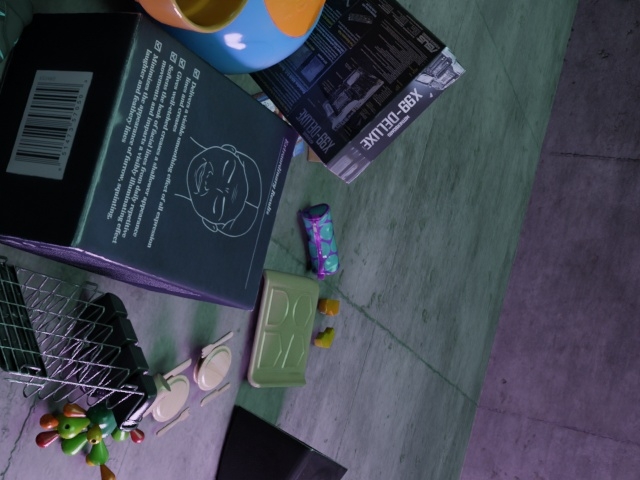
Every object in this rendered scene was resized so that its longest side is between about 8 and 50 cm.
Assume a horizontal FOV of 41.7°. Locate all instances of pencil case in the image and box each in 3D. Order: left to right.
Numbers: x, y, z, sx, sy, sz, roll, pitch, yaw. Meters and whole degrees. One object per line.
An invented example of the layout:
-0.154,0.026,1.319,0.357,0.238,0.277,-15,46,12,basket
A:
0.000,0.000,1.759,0.070,0.064,0.152,-66,151,-55,pencil case

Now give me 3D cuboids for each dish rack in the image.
-0.339,0.129,1.086,0.074,0.208,0.271,-43,144,16,dish rack

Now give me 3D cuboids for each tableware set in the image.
-0.229,0.238,1.449,0.194,0.039,0.128,-30,135,-47,tableware set

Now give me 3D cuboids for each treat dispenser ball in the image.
-0.130,-0.383,1.197,0.288,0.288,0.288,-24,118,-56,treat dispenser ball

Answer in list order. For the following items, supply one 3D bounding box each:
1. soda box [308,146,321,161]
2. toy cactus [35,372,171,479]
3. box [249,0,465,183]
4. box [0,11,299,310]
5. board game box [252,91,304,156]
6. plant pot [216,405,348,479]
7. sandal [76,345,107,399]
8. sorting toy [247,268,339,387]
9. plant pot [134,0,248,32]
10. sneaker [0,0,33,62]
0.046,-0.201,1.787,0.181,0.061,0.058,-18,112,-58,soda box
-0.298,0.264,1.219,0.180,0.112,0.219,-35,152,0,toy cactus
0.033,-0.275,1.291,0.242,0.307,0.076,-45,146,10,box
-0.239,-0.092,1.162,0.395,0.212,0.294,30,71,-58,box
-0.099,-0.205,1.558,0.201,0.035,0.136,-33,126,-53,board game box
-0.091,0.453,1.621,0.167,0.187,0.188,-60,146,-11,plant pot
-0.332,0.206,1.264,0.067,0.040,0.179,-63,161,-20,sandal
-0.055,0.187,1.746,0.307,0.041,0.229,16,79,-61,sorting toy
-0.196,-0.360,0.975,0.205,0.188,0.205,-46,145,-47,plant pot
-0.421,-0.282,0.905,0.267,0.101,0.106,42,64,-56,sneaker
